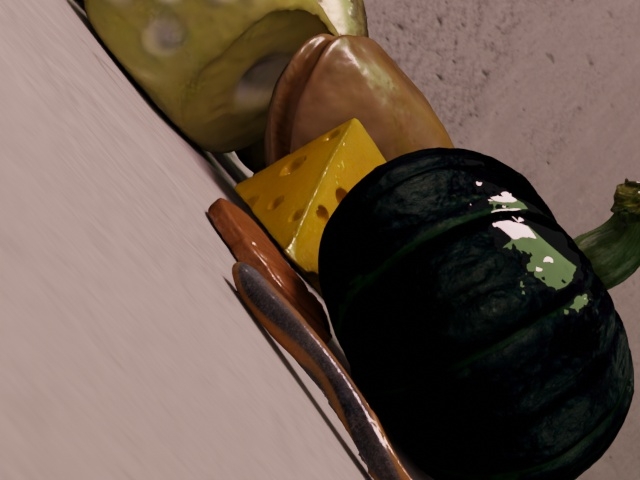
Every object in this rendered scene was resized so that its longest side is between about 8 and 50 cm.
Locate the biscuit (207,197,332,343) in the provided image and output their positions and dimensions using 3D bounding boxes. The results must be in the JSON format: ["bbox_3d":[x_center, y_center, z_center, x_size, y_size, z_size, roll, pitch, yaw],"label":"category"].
[{"bbox_3d":[-0.032,0.020,0.899,0.130,0.019,0.102,53,5,36],"label":"biscuit"}]

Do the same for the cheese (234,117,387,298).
[{"bbox_3d":[0.000,0.000,1.034,0.093,0.126,0.171,53,18,-24],"label":"cheese"}]

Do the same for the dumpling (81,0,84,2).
[{"bbox_3d":[-0.218,-0.271,1.299,0.134,0.100,0.169,10,5,32],"label":"dumpling"}]

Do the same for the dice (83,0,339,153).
[{"bbox_3d":[-0.098,-0.197,1.203,0.169,0.169,0.166,51,2,26],"label":"dice"}]

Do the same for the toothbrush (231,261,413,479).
[{"bbox_3d":[0.037,0.115,0.665,0.321,0.031,0.023,47,-8,34],"label":"toothbrush"}]

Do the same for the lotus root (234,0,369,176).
[{"bbox_3d":[-0.032,-0.169,1.357,0.173,0.173,0.309,40,46,-73],"label":"lotus root"}]

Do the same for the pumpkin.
[{"bbox_3d":[0.131,0.040,0.893,0.248,0.248,0.248,49,3,-3],"label":"pumpkin"}]

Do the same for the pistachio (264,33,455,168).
[{"bbox_3d":[0.027,-0.065,1.194,0.162,0.213,0.260,4,-23,35],"label":"pistachio"}]
